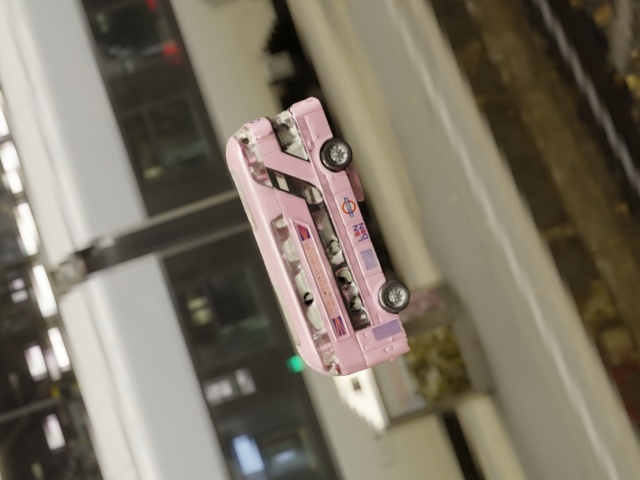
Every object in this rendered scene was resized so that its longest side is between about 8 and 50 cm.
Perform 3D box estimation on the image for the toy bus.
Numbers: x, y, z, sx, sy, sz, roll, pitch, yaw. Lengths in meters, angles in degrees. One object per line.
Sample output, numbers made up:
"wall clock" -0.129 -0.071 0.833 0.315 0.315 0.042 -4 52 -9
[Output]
"toy bus" 0.000 0.000 1.383 0.063 0.090 0.203 -174 64 -80
